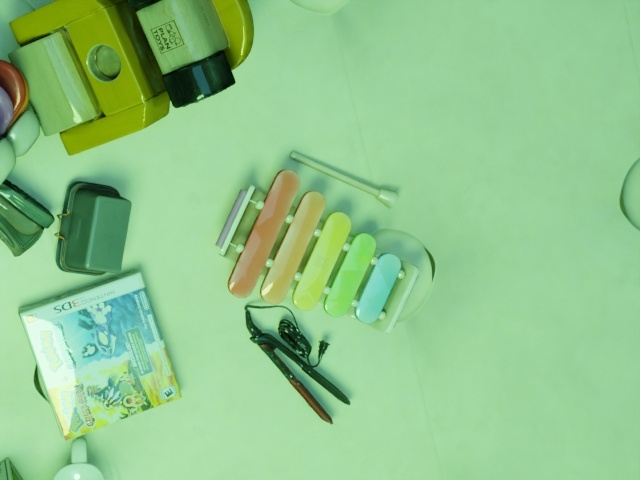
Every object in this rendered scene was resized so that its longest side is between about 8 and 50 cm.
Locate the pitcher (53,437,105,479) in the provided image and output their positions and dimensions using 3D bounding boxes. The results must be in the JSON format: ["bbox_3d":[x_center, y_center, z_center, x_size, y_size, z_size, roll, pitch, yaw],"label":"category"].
[{"bbox_3d":[-0.341,0.409,1.820,0.125,0.178,0.207,-3,124,-4],"label":"pitcher"}]

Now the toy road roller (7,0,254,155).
[{"bbox_3d":[-0.248,-0.276,1.781,0.329,0.240,0.203,-18,103,23],"label":"toy road roller"}]

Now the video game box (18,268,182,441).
[{"bbox_3d":[-0.323,0.167,1.848,0.187,0.048,0.205,-20,100,-12],"label":"video game box"}]

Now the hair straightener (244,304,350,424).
[{"bbox_3d":[-0.031,0.176,1.946,0.089,0.047,0.230,-44,101,-10],"label":"hair straightener"}]

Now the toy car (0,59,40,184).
[{"bbox_3d":[-0.452,-0.173,1.668,0.159,0.136,0.182,37,39,-11],"label":"toy car"}]

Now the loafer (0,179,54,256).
[{"bbox_3d":[-0.501,-0.076,1.750,0.267,0.096,0.084,37,90,-19],"label":"loafer"}]

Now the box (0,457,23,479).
[{"bbox_3d":[-0.534,0.431,1.743,0.290,0.169,0.087,-31,101,-11],"label":"box"}]

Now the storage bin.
[{"bbox_3d":[-0.324,-0.014,1.799,0.098,0.091,0.135,9,91,-31],"label":"storage bin"}]

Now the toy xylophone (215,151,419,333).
[{"bbox_3d":[0.000,0.000,1.915,0.322,0.081,0.236,18,89,-18],"label":"toy xylophone"}]
